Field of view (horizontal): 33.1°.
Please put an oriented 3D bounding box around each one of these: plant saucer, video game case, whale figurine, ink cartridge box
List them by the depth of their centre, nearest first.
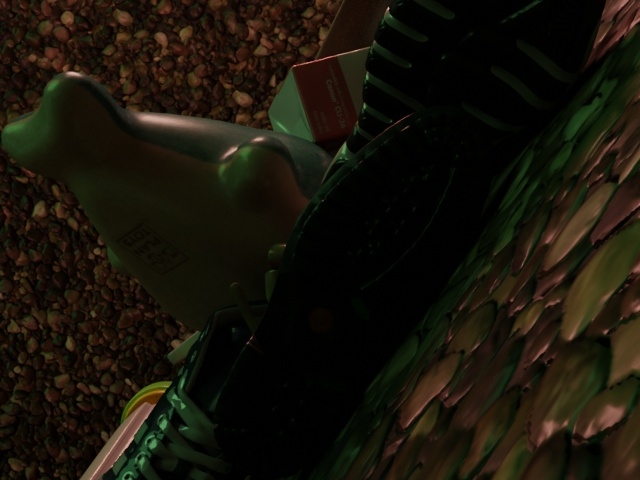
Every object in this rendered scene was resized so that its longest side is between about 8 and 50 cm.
[{"bbox_3d":[-0.089,-0.040,0.787,0.216,0.272,0.141,-30,33,48],"label":"whale figurine"},{"bbox_3d":[0.066,-0.118,0.891,0.198,0.067,0.115,-17,-8,-14],"label":"ink cartridge box"},{"bbox_3d":[0.051,-0.235,1.099,0.310,0.050,0.310,-63,1,1],"label":"plant saucer"},{"bbox_3d":[-0.110,0.102,1.486,0.183,0.023,0.201,-32,-3,-27],"label":"video game case"}]

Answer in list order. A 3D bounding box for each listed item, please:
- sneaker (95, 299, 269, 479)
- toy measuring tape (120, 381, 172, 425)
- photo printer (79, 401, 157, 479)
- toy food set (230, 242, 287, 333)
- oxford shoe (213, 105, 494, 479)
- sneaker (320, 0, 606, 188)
[{"bbox_3d":[-0.089,0.152,0.699,0.282,0.099,0.153,-55,0,-42],"label":"sneaker"},{"bbox_3d":[-0.172,0.194,1.427,0.330,0.121,0.121,-56,3,2],"label":"toy measuring tape"},{"bbox_3d":[-0.238,0.331,1.047,0.256,0.107,0.307,-54,3,29],"label":"photo printer"},{"bbox_3d":[0.010,0.025,0.675,0.122,0.078,0.019,-26,6,9],"label":"toy food set"},{"bbox_3d":[0.016,0.020,0.610,0.227,0.083,0.096,-54,-1,11],"label":"oxford shoe"},{"bbox_3d":[0.095,-0.119,0.666,0.162,0.106,0.281,-54,1,-38],"label":"sneaker"}]
